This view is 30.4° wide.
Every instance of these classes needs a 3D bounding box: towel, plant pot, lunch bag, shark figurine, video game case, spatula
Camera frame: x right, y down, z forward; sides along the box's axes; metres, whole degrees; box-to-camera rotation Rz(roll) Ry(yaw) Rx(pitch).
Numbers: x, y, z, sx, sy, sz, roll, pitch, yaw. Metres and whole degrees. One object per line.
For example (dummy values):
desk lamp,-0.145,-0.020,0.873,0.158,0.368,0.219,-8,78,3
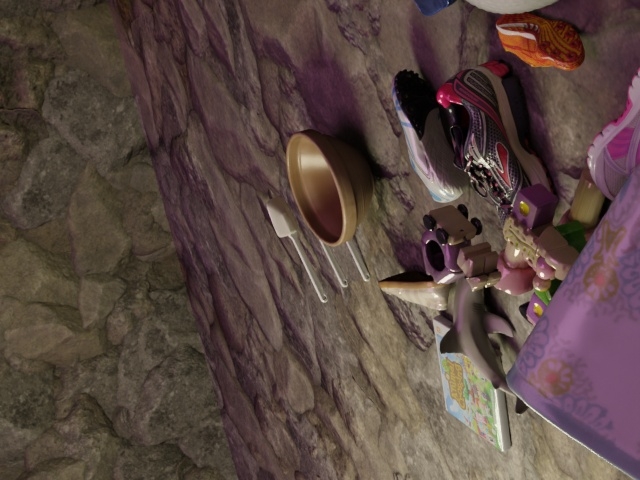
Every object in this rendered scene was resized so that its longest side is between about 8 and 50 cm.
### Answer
towel,0.434,0.136,1.294,0.374,0.090,0.320,33,113,13
plant pot,0.033,-0.117,2.336,0.237,0.110,0.237,50,152,39
lunch bag,0.183,-0.391,1.799,0.067,0.065,0.098,57,159,-11
shark figurine,0.268,0.195,2.026,0.278,0.116,0.166,65,146,21
video game case,0.282,0.266,2.205,0.193,0.023,0.212,32,138,57
spatula,0.000,0.000,2.448,0.019,0.168,0.242,-23,93,56

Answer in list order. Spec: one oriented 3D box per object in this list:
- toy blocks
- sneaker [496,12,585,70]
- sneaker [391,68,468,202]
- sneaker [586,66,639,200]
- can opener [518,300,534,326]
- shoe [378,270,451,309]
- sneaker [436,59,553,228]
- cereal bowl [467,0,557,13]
toy blocks,0.314,0.100,1.592,0.288,0.309,0.260,52,146,39
sneaker,0.312,-0.269,1.631,0.067,0.064,0.175,60,172,-36
sneaker,0.172,-0.173,1.987,0.086,0.085,0.237,-30,80,57
sneaker,0.414,-0.118,1.445,0.111,0.103,0.252,60,157,27
can opener,0.387,0.155,1.817,0.186,0.073,0.059,41,138,34
shoe,0.177,0.097,2.232,0.219,0.077,0.058,2,106,65
sneaker,0.262,-0.117,1.793,0.121,0.112,0.299,-9,102,68
cereal bowl,0.203,-0.453,1.541,0.339,0.141,0.338,161,90,-76
